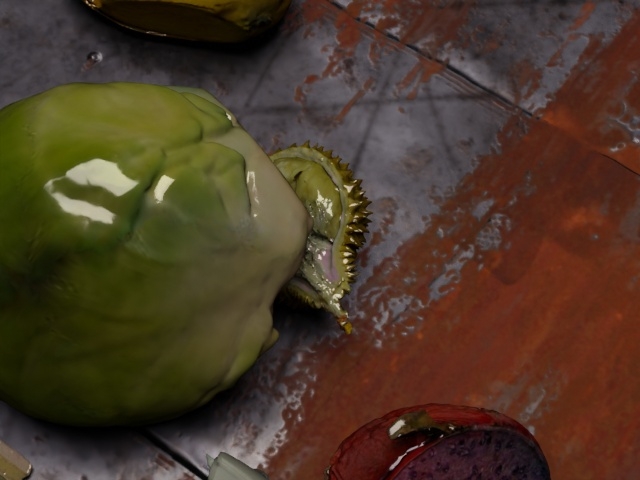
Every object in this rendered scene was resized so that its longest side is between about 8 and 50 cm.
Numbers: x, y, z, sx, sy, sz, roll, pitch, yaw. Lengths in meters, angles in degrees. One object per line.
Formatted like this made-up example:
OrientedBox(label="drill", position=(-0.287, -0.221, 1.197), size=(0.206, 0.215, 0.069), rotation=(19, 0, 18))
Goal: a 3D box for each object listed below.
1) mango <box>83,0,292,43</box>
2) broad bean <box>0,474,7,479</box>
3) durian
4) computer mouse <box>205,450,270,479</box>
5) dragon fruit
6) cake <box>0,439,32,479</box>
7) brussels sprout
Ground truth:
OrientedBox(label="mango", position=(-0.149, -0.285, 1.735), size=(0.262, 0.130, 0.167), rotation=(6, 56, 7))
OrientedBox(label="broad bean", position=(-0.338, 0.257, 1.464), size=(0.206, 0.072, 0.153), rotation=(15, 65, 6))
OrientedBox(label="durian", position=(0.000, 0.000, 1.584), size=(0.102, 0.146, 0.208), rotation=(15, 39, -43))
OrientedBox(label="computer mouse", position=(-0.040, 0.247, 1.472), size=(0.056, 0.089, 0.182), rotation=(-34, 63, -7))
OrientedBox(label="dragon fruit", position=(0.074, 0.214, 1.453), size=(0.218, 0.223, 0.148), rotation=(-61, 38, 12))
OrientedBox(label="cake", position=(-0.319, 0.184, 1.517), size=(0.121, 0.065, 0.052), rotation=(32, 68, 7))
OrientedBox(label="brussels sprout", position=(-0.185, 0.004, 1.508), size=(0.344, 0.344, 0.268), rotation=(-11, 27, -8))
